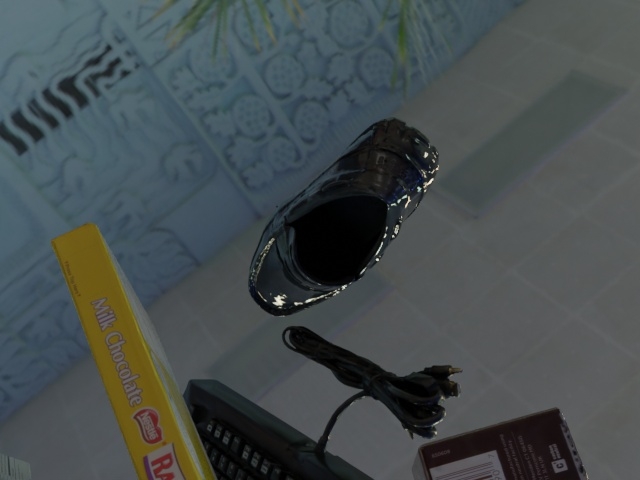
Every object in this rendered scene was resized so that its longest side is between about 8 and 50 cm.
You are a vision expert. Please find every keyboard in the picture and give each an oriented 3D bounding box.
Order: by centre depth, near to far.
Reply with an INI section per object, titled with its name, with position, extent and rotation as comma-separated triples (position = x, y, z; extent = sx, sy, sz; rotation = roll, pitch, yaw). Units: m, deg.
[keyboard]
position = -0.015, 0.147, 0.563
extent = 0.317, 0.033, 0.201
rotation = 16, -100, 55

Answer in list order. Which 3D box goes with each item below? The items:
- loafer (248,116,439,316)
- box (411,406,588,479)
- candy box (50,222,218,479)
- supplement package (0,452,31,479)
[loafer]
position = 0.000, 0.000, 0.630
extent = 0.223, 0.076, 0.078
rotation = -46, -170, 49
[box]
position = 0.210, 0.308, 1.045
extent = 0.167, 0.203, 0.168
rotation = -16, -110, -2
[candy box]
position = -0.065, 0.099, 0.400
extent = 0.027, 0.105, 0.206
rotation = -23, -120, -11
[supplement package]
position = -0.326, 0.215, 0.589
extent = 0.194, 0.203, 0.149
rotation = -65, -162, -8
